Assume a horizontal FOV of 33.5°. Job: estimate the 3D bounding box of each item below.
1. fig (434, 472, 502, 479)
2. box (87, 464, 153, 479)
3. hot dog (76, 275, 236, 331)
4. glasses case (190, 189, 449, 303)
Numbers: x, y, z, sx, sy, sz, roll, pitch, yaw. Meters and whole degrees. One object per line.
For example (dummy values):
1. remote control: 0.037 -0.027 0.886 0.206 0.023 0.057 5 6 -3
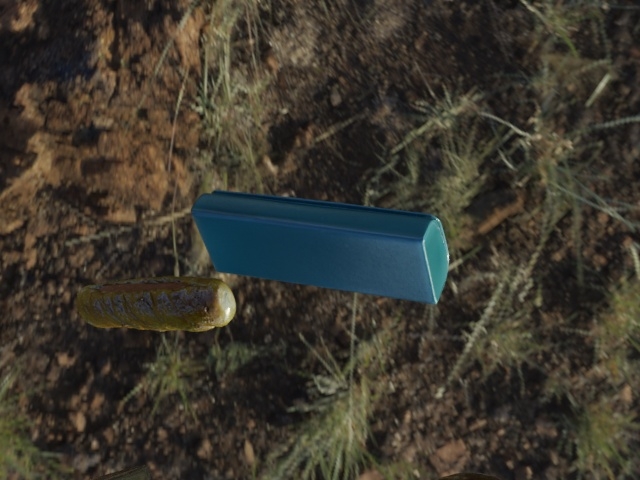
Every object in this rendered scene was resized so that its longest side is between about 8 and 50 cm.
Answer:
1. fig: 0.118 0.363 1.272 0.274 0.145 0.170 -6 98 30
2. box: -0.319 0.446 1.361 0.205 0.345 0.251 -18 81 1
3. hot dog: -0.241 0.094 1.511 0.286 0.061 0.087 -8 124 39
4. glasses case: 0.000 -0.002 1.288 0.301 0.070 0.117 9 141 24
